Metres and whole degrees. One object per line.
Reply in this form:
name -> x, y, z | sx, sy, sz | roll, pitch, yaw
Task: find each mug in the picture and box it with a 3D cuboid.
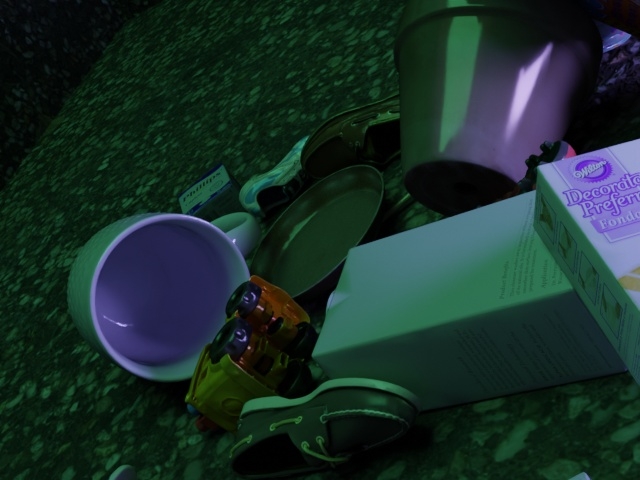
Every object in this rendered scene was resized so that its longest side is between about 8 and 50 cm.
mug -> -0.267, 0.064, 1.835 | 0.374, 0.276, 0.328 | -36, 15, -20

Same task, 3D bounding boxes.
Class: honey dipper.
honey dipper -> 0.145, -0.071, 1.768 | 0.161, 0.030, 0.030 | -40, 28, 2

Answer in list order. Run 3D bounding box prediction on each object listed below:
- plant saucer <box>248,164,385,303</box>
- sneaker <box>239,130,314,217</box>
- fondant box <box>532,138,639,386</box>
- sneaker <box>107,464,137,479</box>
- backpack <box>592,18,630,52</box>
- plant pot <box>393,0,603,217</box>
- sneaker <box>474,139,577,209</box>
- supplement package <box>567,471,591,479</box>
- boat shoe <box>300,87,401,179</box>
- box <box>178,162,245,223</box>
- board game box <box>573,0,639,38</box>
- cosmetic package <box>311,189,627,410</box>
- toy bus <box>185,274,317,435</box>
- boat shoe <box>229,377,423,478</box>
plant saucer -> 0.000, 0.000, 1.796 | 0.311, 0.050, 0.310 | -34, 27, 21
sneaker -> -0.052, -0.130, 2.056 | 0.237, 0.085, 0.086 | -39, 54, -7
fondant box -> 0.398, 0.021, 1.082 | 0.238, 0.096, 0.330 | -15, 42, -7
sneaker -> -0.354, 0.416, 1.626 | 0.085, 0.058, 0.152 | 0, 53, 39
backpack -> 0.442, -0.368, 1.738 | 0.182, 0.115, 0.152 | -26, 20, -9
plant pot -> 0.247, -0.193, 1.573 | 0.323, 0.323, 0.280 | -10, 56, 44
sneaker -> 0.286, -0.014, 1.439 | 0.276, 0.135, 0.097 | -47, 9, 42
supplement package -> 0.189, 0.354, 0.969 | 0.244, 0.139, 0.134 | -33, 27, 14
boat shoe -> 0.087, -0.191, 1.928 | 0.307, 0.111, 0.104 | -30, 32, 24
box -> -0.227, -0.081, 2.192 | 0.126, 0.072, 0.137 | -37, 27, 3
board game box -> 0.391, -0.540, 1.478 | 0.356, 0.356, 0.356 | -64, -13, 10
cosmetic package -> 0.198, 0.082, 1.347 | 0.385, 0.156, 0.217 | -19, 34, 37
toy bus -> -0.125, 0.196, 1.609 | 0.211, 0.149, 0.220 | -43, 21, 31
boat shoe -> -0.002, 0.257, 1.377 | 0.324, 0.116, 0.096 | -18, 39, 43
